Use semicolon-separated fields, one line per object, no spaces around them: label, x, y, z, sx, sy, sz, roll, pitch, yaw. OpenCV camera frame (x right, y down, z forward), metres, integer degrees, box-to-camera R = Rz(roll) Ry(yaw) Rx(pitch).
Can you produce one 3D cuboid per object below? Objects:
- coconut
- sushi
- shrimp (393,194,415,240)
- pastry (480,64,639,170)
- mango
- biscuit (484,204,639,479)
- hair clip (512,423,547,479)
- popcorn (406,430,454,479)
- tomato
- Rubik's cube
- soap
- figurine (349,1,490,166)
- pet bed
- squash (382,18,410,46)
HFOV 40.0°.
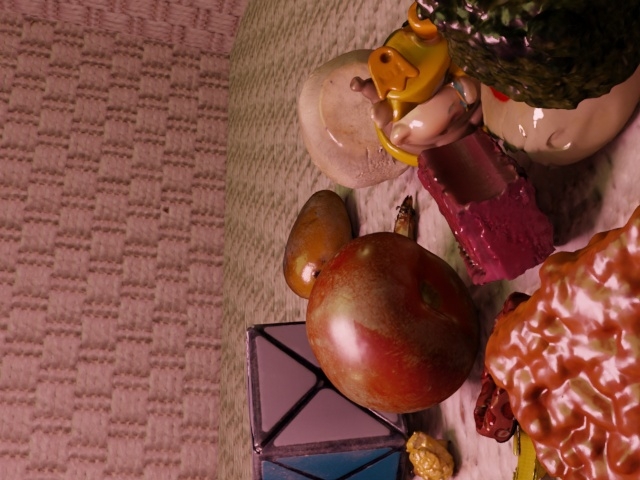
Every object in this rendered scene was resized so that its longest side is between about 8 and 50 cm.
coconut;0.083;-0.217;1.600;0.247;0.244;0.245;59;-142;-86
sushi;0.238;-0.332;0.911;0.294;0.178;0.352;27;87;36
shrimp;0.145;0.009;1.623;0.101;0.042;0.190;-134;52;-79
pastry;0.291;-0.220;1.081;0.265;0.133;0.265;-176;90;-77
mango;0.000;0.000;1.960;0.316;0.146;0.193;-80;10;-49
biscuit;0.301;0.143;0.781;0.318;0.110;0.312;-52;56;45
hair clip;0.262;0.280;1.093;0.072;0.046;0.173;145;139;-67
popcorn;0.161;0.338;1.348;0.084;0.084;0.084;-172;90;-74
tomato;0.097;0.130;1.305;0.222;0.270;0.270;-39;41;34
Rubik's cube;0.001;0.304;1.504;0.260;0.259;0.255;88;174;-46
soap;0.210;-0.054;1.164;0.289;0.112;0.182;-107;-8;-61
figurine;0.161;-0.224;1.254;0.187;0.215;0.343;57;-174;17
pet bed;0.239;0.160;1.123;0.201;0.053;0.201;16;-90;-83
squash;0.131;-0.287;1.746;0.080;0.071;0.319;-141;59;-67
